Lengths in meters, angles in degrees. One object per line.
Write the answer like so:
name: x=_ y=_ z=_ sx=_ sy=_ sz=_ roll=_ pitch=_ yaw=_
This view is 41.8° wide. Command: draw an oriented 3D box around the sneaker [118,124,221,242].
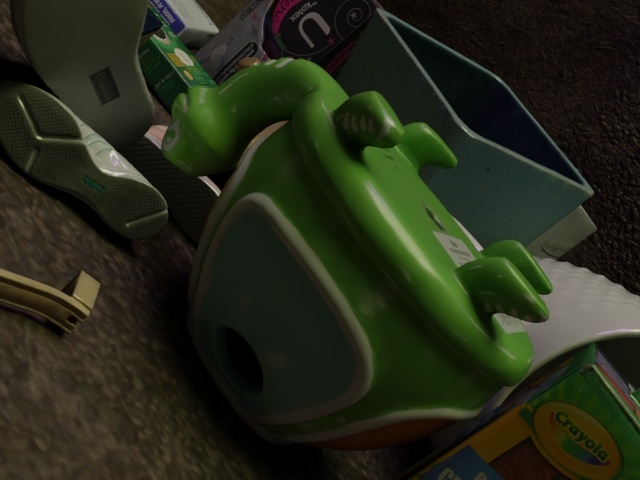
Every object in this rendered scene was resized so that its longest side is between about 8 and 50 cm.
sneaker: x=-0.119 y=-0.054 z=0.763 sx=0.134 sy=0.051 sz=0.070 roll=46 pitch=20 yaw=-5

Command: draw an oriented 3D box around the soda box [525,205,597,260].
soda box: x=0.217 y=0.024 z=1.124 sx=0.098 sy=0.286 sz=0.091 roll=38 pitch=18 yaw=-46

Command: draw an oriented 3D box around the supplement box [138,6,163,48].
supplement box: x=-0.203 y=-0.191 z=0.778 sx=0.056 sy=0.083 sz=0.083 roll=48 pitch=15 yaw=-11

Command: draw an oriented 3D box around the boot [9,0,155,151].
boot: x=-0.188 y=-0.171 z=0.611 sx=0.123 sy=0.095 sz=0.258 roll=57 pitch=-19 yaw=15

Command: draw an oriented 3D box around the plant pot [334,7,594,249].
plant pot: x=0.121 y=-0.081 z=1.035 sx=0.247 sy=0.252 sz=0.247 roll=18 pitch=35 yaw=-39

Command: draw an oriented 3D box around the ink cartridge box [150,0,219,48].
ink cartridge box: x=-0.247 y=-0.359 z=1.130 sx=0.223 sy=0.045 sz=0.224 roll=50 pitch=15 yaw=-4

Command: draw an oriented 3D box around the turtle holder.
turtle holder: x=0.002 y=0.010 z=0.626 sx=0.320 sy=0.227 sz=0.243 roll=47 pitch=16 yaw=-11

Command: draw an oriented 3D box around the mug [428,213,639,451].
mug: x=0.211 y=0.120 z=0.882 sx=0.374 sy=0.276 sz=0.328 roll=52 pitch=4 yaw=-18

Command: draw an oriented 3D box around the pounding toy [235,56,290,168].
pounding toy: x=-0.071 y=-0.073 z=0.927 sx=0.270 sy=0.154 sz=0.154 roll=-96 pitch=174 yaw=-49

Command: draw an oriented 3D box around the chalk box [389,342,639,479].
chalk box: x=0.183 y=0.194 z=0.599 sx=0.180 sy=0.289 sz=0.179 roll=54 pitch=15 yaw=13

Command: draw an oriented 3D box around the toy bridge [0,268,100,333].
toy bridge: x=-0.203 y=-0.011 z=0.454 sx=0.188 sy=0.026 sz=0.063 roll=44 pitch=17 yaw=-24

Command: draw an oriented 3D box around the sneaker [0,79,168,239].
sneaker: x=-0.179 y=-0.059 z=0.614 sx=0.152 sy=0.054 sz=0.061 roll=45 pitch=-1 yaw=-32

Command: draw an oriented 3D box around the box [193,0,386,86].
box: x=-0.025 y=-0.241 z=1.112 sx=0.142 sy=0.247 sz=0.163 roll=55 pitch=15 yaw=20

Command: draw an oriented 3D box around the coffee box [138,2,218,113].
coffee box: x=-0.197 y=-0.228 z=0.974 sx=0.184 sy=0.040 sz=0.113 roll=51 pitch=14 yaw=-3
